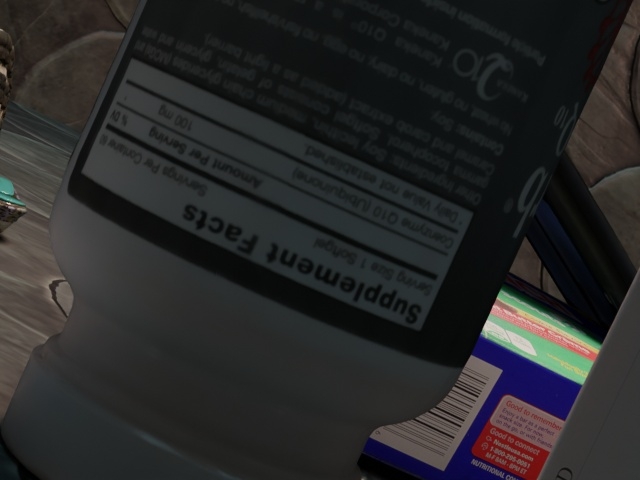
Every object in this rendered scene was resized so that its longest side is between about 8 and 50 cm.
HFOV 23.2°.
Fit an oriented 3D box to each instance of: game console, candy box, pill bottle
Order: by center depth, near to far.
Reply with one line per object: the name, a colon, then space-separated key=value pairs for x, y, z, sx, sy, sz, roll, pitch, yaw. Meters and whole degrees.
pill bottle: x=0.000 y=-0.043 z=0.731 sx=0.210 sy=0.363 sz=0.210 roll=24 pitch=4 yaw=-2
candy box: x=0.127 y=0.099 z=1.190 sx=0.268 sy=0.122 sz=0.317 roll=26 pitch=9 yaw=-17
game console: x=0.214 y=-0.005 z=1.363 sx=0.386 sy=0.060 sz=0.342 roll=55 pitch=6 yaw=-18

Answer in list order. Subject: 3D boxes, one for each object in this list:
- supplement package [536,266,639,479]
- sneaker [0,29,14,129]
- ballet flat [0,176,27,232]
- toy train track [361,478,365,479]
supplement package: x=0.241 y=0.112 z=0.908 sx=0.145 sy=0.262 sz=0.204 roll=26 pitch=4 yaw=25
sneaker: x=-0.422 y=-0.156 z=1.477 sx=0.182 sy=0.158 sz=0.410 roll=15 pitch=-2 yaw=13
ballet flat: x=-0.270 y=-0.026 z=1.310 sx=0.041 sy=0.041 sz=0.114 roll=24 pitch=5 yaw=-19
toy train track: x=0.021 y=0.148 z=0.929 sx=0.048 sy=0.014 sz=0.083 roll=15 pitch=2 yaw=-29
